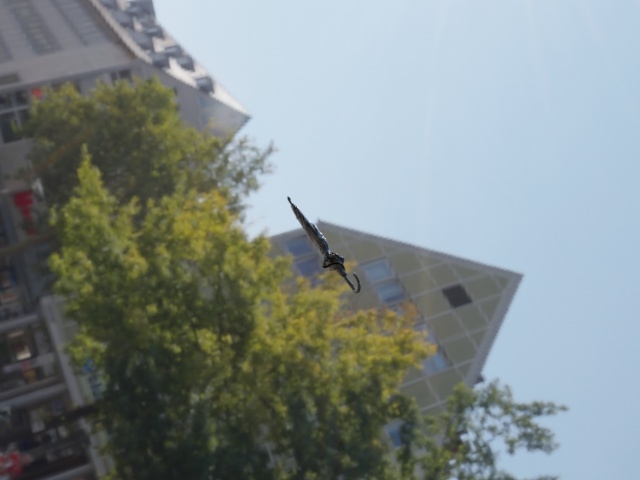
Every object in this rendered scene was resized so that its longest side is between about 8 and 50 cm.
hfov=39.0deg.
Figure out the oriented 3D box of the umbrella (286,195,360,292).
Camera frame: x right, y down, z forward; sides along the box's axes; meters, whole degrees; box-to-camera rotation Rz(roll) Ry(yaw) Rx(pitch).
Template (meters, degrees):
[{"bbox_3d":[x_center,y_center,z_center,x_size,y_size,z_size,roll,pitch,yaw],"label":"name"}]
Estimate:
[{"bbox_3d":[0.000,0.004,0.828,0.149,0.022,0.022,50,-34,47],"label":"umbrella"}]
